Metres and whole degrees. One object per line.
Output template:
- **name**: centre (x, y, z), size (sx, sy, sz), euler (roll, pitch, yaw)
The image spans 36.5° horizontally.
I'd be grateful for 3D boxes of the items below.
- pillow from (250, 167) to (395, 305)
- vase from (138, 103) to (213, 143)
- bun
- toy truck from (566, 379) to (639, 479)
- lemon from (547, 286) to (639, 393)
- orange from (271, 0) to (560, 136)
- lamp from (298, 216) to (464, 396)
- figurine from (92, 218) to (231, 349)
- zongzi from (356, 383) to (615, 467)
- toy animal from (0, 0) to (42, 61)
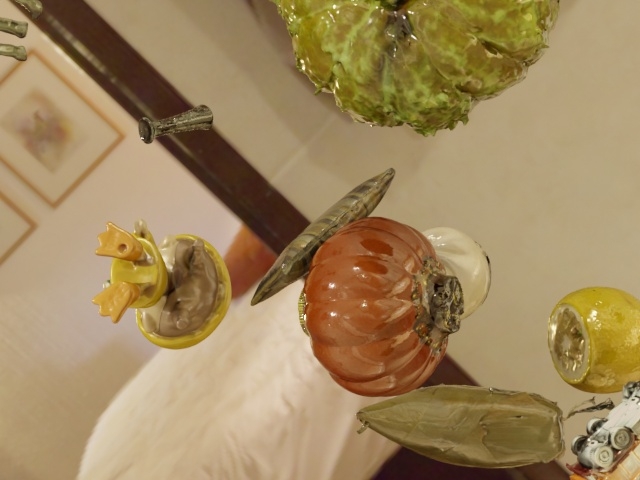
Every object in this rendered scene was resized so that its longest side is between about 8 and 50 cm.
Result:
- **pillow**: centre (0.000, 0.000, 1.330), size (0.212, 0.052, 0.208), euler (-44, -1, -22)
- **vase**: centre (-0.314, -0.254, 2.110), size (0.167, 0.059, 0.059), euler (-21, -9, -42)
- **bun**: centre (0.206, 0.062, 1.704), size (0.173, 0.172, 0.120), euler (-42, -23, 22)
- **toy truck**: centre (0.587, 0.381, 1.834), size (0.270, 0.135, 0.114), euler (-43, 11, -10)
- **lemon**: centre (0.640, 0.219, 2.151), size (0.240, 0.219, 0.240), euler (179, 90, -74)
- **orange**: centre (0.107, -0.255, 1.014), size (0.223, 0.300, 0.301), euler (-20, -44, -63)
- **lamp**: centre (0.073, 0.081, 1.185), size (0.197, 0.223, 0.223), euler (-6, 32, 29)
- **figurine**: centre (-0.283, 0.082, 1.720), size (0.344, 0.187, 0.215), euler (27, -101, -71)
- **zongzi**: centre (0.349, 0.387, 2.024), size (0.447, 0.418, 0.181), euler (-4, 78, 33)
- **toy animal**: centre (-0.414, -0.249, 1.112), size (0.255, 0.170, 0.089), euler (-35, 58, 38)
